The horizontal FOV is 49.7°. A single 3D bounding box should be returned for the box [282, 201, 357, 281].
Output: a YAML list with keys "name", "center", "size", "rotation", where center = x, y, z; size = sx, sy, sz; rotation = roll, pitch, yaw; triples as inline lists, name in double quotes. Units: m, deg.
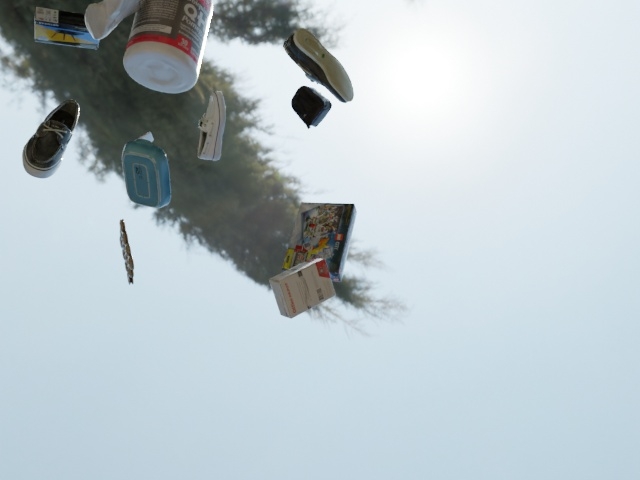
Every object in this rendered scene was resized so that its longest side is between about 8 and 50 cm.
- name: "box"
  center: [0.000, 0.000, 1.894]
  size: [0.159, 0.044, 0.233]
  rotation: [3, -124, 18]

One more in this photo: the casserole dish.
- name: "casserole dish"
  center: [-0.414, -0.149, 1.627]
  size: [0.114, 0.188, 0.037]
  rotation: [12, -143, 11]

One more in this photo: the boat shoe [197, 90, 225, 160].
- name: "boat shoe"
  center: [-0.355, -0.366, 2.221]
  size: [0.075, 0.226, 0.083]
  rotation: [-4, -161, -28]

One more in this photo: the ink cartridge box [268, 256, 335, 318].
- name: "ink cartridge box"
  center: [-0.043, 0.111, 1.640]
  size: [0.135, 0.099, 0.056]
  rotation: [-25, -163, -29]

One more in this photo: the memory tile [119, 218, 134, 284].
- name: "memory tile"
  center: [-0.495, 0.030, 1.759]
  size: [0.012, 0.113, 0.148]
  rotation: [-10, -119, -22]

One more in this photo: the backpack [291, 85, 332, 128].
- name: "backpack"
  center: [-0.030, -0.424, 2.167]
  size: [0.114, 0.084, 0.105]
  rotation: [47, -64, 16]

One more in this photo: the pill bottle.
- name: "pill bottle"
  center: [-0.357, -0.535, 1.670]
  size: [0.176, 0.176, 0.319]
  rotation: [-1, -112, 21]

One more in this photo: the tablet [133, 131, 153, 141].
- name: "tablet"
  center: [-0.508, -0.272, 1.936]
  size: [0.083, 0.054, 0.006]
  rotation: [-34, -103, -14]

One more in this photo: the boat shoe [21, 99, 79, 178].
- name: "boat shoe"
  center: [-0.862, -0.340, 2.210]
  size: [0.119, 0.121, 0.335]
  rotation: [-51, -154, 39]

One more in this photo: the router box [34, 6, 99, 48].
- name: "router box"
  center: [-0.738, -0.618, 2.018]
  size: [0.178, 0.133, 0.046]
  rotation: [2, -102, -22]

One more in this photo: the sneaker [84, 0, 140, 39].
- name: "sneaker"
  center: [-0.462, -0.526, 1.578]
  size: [0.094, 0.080, 0.212]
  rotation: [-28, -173, -42]

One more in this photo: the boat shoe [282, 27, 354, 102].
- name: "boat shoe"
  center: [-0.001, -0.451, 1.816]
  size: [0.079, 0.233, 0.084]
  rotation: [-24, -150, 45]
